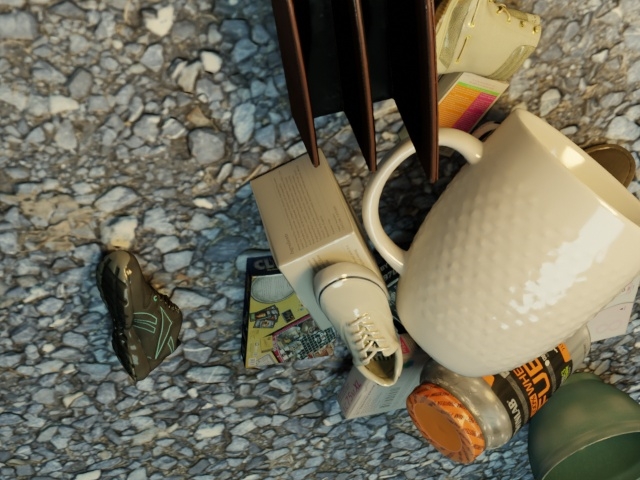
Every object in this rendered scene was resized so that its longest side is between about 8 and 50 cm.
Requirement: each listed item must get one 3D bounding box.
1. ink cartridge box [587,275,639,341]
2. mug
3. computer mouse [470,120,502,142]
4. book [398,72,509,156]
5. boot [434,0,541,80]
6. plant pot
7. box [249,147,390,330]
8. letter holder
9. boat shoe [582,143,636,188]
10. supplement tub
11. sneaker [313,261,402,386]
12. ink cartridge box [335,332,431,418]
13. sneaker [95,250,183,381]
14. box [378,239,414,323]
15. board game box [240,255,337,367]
[{"bbox_3d":[0.487,0.135,1.741,0.232,0.066,0.189,-17,139,-8],"label":"ink cartridge box"},{"bbox_3d":[0.233,-0.003,1.275,0.374,0.276,0.328,36,111,-9],"label":"mug"},{"bbox_3d":[0.288,-0.139,1.378,0.193,0.042,0.106,24,123,-42],"label":"computer mouse"},{"bbox_3d":[0.192,-0.186,1.298,0.096,0.035,0.144,12,131,-35],"label":"book"},{"bbox_3d":[0.214,-0.302,1.148,0.165,0.077,0.213,1,129,-27],"label":"boot"},{"bbox_3d":[0.575,0.414,1.967,0.293,0.196,0.293,-10,139,-9],"label":"plant pot"},{"bbox_3d":[0.000,0.000,1.315,0.119,0.182,0.181,-25,139,5],"label":"box"},{"bbox_3d":[0.041,-0.212,1.074,0.152,0.214,0.302,-15,139,-4],"label":"letter holder"},{"bbox_3d":[0.379,-0.034,1.471,0.307,0.111,0.104,-42,164,3],"label":"boat shoe"},{"bbox_3d":[0.308,0.228,1.580,0.316,0.193,0.194,-39,146,-25],"label":"supplement tub"},{"bbox_3d":[0.067,0.121,1.264,0.094,0.091,0.258,-27,141,8],"label":"sneaker"},{"bbox_3d":[0.198,0.244,1.724,0.311,0.065,0.186,-3,137,-29],"label":"ink cartridge box"},{"bbox_3d":[-0.279,0.105,1.413,0.106,0.101,0.267,-27,143,-25],"label":"sneaker"},{"bbox_3d":[0.198,0.076,1.531,0.175,0.051,0.220,-36,138,14],"label":"box"},{"bbox_3d":[-0.047,0.118,1.531,0.165,0.042,0.243,-6,137,-14],"label":"board game box"}]
